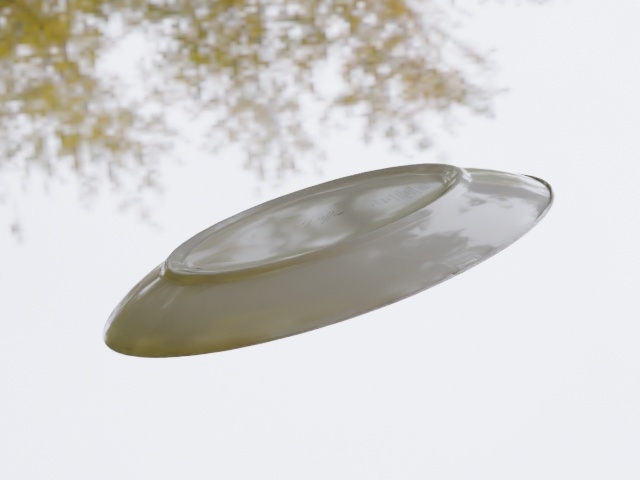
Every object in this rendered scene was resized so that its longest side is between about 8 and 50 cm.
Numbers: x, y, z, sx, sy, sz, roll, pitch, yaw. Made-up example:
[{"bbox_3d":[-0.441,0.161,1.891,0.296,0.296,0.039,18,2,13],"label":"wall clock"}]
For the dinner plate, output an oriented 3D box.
[{"bbox_3d":[0.000,0.000,0.519,0.141,0.141,0.017,-1,-69,49],"label":"dinner plate"}]
